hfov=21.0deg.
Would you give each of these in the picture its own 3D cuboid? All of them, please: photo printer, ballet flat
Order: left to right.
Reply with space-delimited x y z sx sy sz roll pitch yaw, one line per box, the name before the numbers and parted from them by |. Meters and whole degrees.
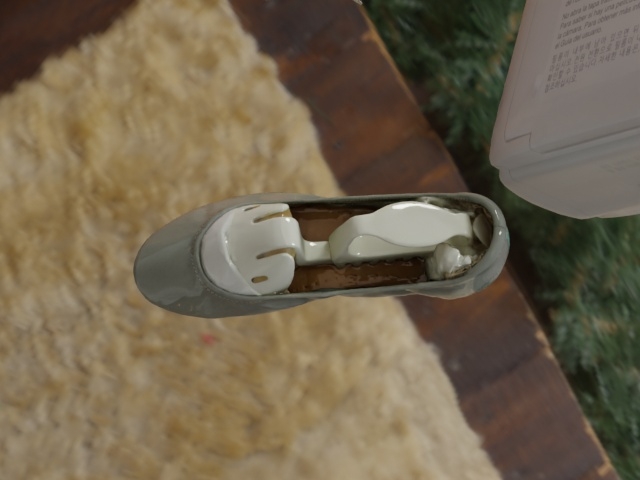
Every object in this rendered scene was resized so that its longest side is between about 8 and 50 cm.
ballet flat | 0.000 0.000 0.962 0.213 0.068 0.072 -3 73 -2
photo printer | 0.225 -0.177 0.969 0.256 0.107 0.307 -15 56 59

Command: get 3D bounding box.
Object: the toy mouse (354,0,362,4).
toy mouse | -0.031 -0.183 1.037 0.161 0.143 0.031 -19 31 54
